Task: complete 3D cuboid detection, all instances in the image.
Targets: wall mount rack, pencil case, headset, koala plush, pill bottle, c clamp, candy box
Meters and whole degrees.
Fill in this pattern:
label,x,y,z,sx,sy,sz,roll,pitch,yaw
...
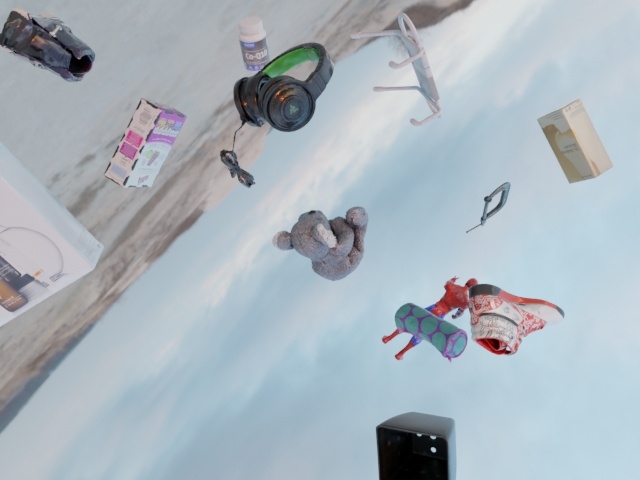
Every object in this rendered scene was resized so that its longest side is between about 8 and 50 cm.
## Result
label,x,y,z,sx,sy,sz,roll,pitch,yaw
wall mount rack,0.228,-0.495,1.712,0.131,0.350,0.304,-29,-139,2
pencil case,0.225,0.186,1.205,0.152,0.064,0.070,25,-104,46
headset,-0.111,-0.328,1.479,0.243,0.185,0.394,20,-114,47
koala plush,0.000,0.000,1.532,0.196,0.203,0.221,-4,171,29
pill bottle,-0.185,-0.546,1.632,0.078,0.078,0.137,-56,153,-36
c clamp,0.478,-0.094,1.641,0.137,0.022,0.160,-29,149,-16
candy box,-0.474,-0.260,1.594,0.233,0.071,0.159,-60,173,10

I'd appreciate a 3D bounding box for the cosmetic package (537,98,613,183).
label,x,y,z,sx,sy,sz,roll,pitch,yaw
cosmetic package,0.381,-0.147,0.880,0.041,0.115,0.060,-30,-176,-16

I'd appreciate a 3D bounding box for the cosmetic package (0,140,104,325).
label,x,y,z,sx,sy,sz,roll,pitch,yaw
cosmetic package,-0.661,0.024,1.109,0.377,0.284,0.097,-30,-153,11

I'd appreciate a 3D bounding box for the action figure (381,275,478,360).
label,x,y,z,sx,sy,sz,roll,pitch,yaw
action figure,0.297,0.186,1.505,0.280,0.091,0.139,-43,166,18

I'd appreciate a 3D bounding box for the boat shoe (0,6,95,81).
label,x,y,z,sx,sy,sz,roll,pitch,yaw
boat shoe,-0.580,-0.418,1.304,0.127,0.158,0.340,-57,-163,11

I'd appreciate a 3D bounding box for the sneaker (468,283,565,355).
label,x,y,z,sx,sy,sz,roll,pitch,yaw
sneaker,0.457,0.203,1.365,0.090,0.270,0.144,-36,-138,55

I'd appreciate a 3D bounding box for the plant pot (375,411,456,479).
label,x,y,z,sx,sy,sz,roll,pitch,yaw
plant pot,0.267,0.544,1.518,0.188,0.187,0.167,1,-169,30
